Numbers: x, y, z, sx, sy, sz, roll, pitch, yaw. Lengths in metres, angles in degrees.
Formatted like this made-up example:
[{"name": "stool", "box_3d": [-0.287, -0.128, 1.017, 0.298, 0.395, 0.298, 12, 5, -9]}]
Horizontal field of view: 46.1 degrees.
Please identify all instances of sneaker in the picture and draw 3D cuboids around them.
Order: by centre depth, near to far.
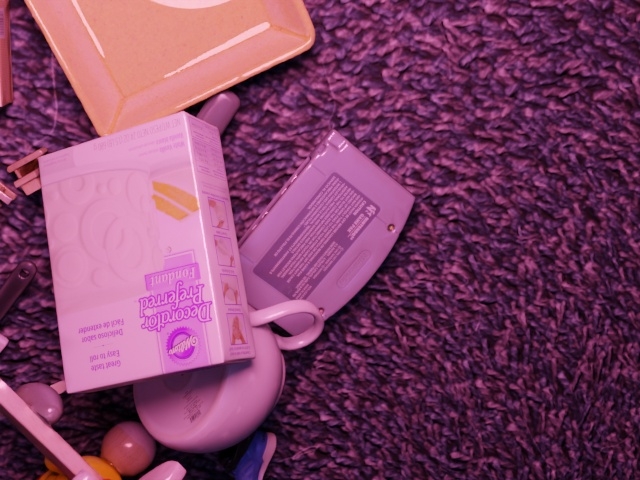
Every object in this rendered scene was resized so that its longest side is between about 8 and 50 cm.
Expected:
[{"name": "sneaker", "box_3d": [-0.136, 0.384, 1.250, 0.085, 0.058, 0.152, 18, 98, -18]}]

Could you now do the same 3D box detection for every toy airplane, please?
[{"name": "toy airplane", "box_3d": [-0.322, 0.368, 1.109, 0.385, 0.272, 0.386, 17, 127, 13]}]

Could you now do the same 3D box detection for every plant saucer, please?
[{"name": "plant saucer", "box_3d": [-0.221, -0.353, 1.029, 0.333, 0.081, 0.332, -26, 106, -1]}]

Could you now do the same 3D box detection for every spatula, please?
[{"name": "spatula", "box_3d": [-0.514, 0.144, 1.121, 0.084, 0.030, 0.296, 37, 97, -14]}]

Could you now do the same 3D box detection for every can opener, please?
[{"name": "can opener", "box_3d": [-0.219, -0.110, 1.097, 0.093, 0.074, 0.280, 37, 97, -15]}]

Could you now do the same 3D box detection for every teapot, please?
[{"name": "teapot", "box_3d": [-0.141, 0.198, 1.133, 0.187, 0.256, 0.252, 21, 78, -46]}]

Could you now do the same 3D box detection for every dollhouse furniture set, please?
[{"name": "dollhouse furniture set", "box_3d": [-0.462, -0.081, 1.012, 0.161, 0.182, 0.101, -29, 107, 0]}]

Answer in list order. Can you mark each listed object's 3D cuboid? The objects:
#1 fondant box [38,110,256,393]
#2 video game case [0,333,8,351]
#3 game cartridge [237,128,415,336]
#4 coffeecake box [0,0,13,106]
[{"name": "fondant box", "box_3d": [-0.237, 0.020, 1.012, 0.238, 0.096, 0.330, -14, 81, 18]}, {"name": "video game case", "box_3d": [-0.614, 0.164, 1.141, 0.201, 0.023, 0.183, 39, 96, -17]}, {"name": "game cartridge", "box_3d": [0.000, 0.000, 1.172, 0.196, 0.060, 0.294, 39, 97, -12]}, {"name": "coffeecake box", "box_3d": [-0.522, -0.259, 1.015, 0.186, 0.068, 0.142, 2, 106, -8]}]
